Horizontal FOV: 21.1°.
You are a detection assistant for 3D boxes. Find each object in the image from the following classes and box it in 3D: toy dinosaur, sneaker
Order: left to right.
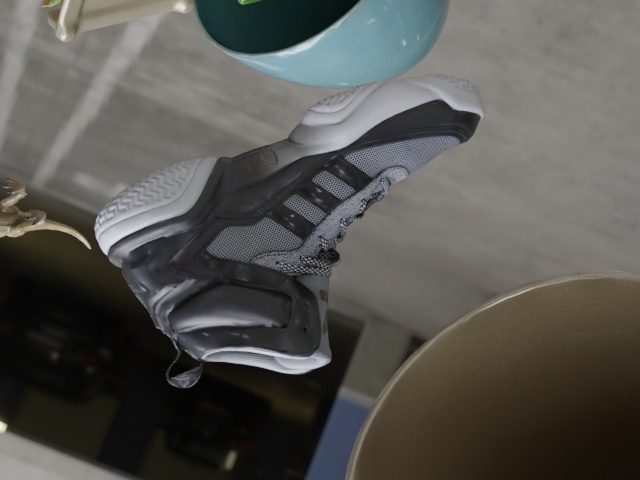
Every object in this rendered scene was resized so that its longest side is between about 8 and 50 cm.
[{"bbox_3d":[-0.310,-0.020,1.724,0.183,0.053,0.092,-6,158,-29],"label":"toy dinosaur"},{"bbox_3d":[0.000,0.000,1.117,0.268,0.153,0.101,-22,168,-4],"label":"sneaker"}]

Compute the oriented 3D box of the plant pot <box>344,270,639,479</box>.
[{"bbox_3d":[0.190,0.203,1.072,0.256,0.256,0.274,11,147,44],"label":"plant pot"}]

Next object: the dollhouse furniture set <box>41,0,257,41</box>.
[{"bbox_3d":[-0.134,-0.323,1.595,0.151,0.301,0.197,57,145,21],"label":"dollhouse furniture set"}]

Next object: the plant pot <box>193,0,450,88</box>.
[{"bbox_3d":[0.032,-0.281,1.883,0.290,0.290,0.195,12,163,42],"label":"plant pot"}]
